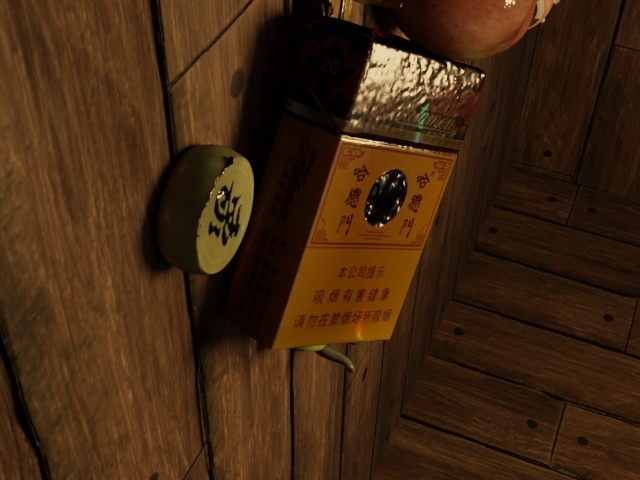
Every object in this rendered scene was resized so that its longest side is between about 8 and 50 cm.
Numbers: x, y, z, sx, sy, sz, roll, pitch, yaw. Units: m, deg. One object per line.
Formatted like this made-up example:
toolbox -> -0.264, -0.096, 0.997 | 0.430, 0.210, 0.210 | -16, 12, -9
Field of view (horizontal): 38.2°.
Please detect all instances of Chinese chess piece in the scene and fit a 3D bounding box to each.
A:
Chinese chess piece -> -0.123, -0.033, 1.012 | 0.144, 0.058, 0.144 | 17, 90, -73

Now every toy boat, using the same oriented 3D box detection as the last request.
toy boat -> 0.003, -0.285, 1.185 | 0.077, 0.057, 0.200 | -40, 144, -54

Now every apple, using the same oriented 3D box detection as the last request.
apple -> 0.240, -0.428, 1.479 | 0.306, 0.235, 0.306 | 24, 90, -81

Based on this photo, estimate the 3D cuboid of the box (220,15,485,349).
box -> 0.046, -0.067, 1.230 | 0.264, 0.116, 0.415 | 4, 111, -48

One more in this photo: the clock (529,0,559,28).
clock -> 0.355, -0.513, 1.807 | 0.227, 0.241, 0.142 | 68, 38, -65

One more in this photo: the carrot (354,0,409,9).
carrot -> 0.145, -0.462, 1.288 | 0.302, 0.114, 0.114 | -59, 162, -7

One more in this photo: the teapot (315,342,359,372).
teapot -> 0.056, 0.102, 1.593 | 0.162, 0.149, 0.239 | 46, 62, -71

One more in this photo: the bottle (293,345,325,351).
bottle -> 0.000, 0.000, 1.398 | 0.093, 0.093, 0.330 | -26, 131, -69
